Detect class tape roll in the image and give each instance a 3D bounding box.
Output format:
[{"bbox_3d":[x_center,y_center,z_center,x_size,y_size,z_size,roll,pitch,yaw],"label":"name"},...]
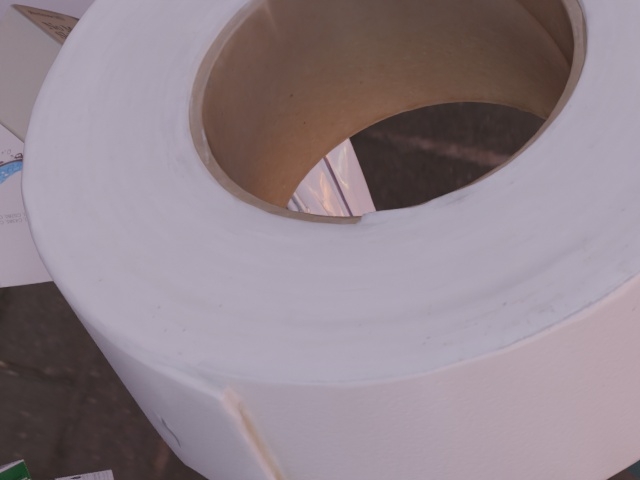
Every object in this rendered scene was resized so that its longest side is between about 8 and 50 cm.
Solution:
[{"bbox_3d":[0.034,-0.034,0.550,0.286,0.100,0.286,-10,49,12],"label":"tape roll"}]

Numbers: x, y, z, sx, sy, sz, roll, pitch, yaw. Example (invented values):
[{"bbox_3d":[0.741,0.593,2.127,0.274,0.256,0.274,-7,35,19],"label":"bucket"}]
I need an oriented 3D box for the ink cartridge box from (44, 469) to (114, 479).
[{"bbox_3d":[-0.162,0.163,0.848,0.083,0.048,0.028,-8,105,-12],"label":"ink cartridge box"}]

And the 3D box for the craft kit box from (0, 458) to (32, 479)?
[{"bbox_3d":[-0.457,0.312,1.461,0.246,0.250,0.061,-23,89,30],"label":"craft kit box"}]

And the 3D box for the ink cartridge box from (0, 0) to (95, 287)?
[{"bbox_3d":[-0.287,-0.116,1.488,0.197,0.198,0.270,-7,115,0],"label":"ink cartridge box"}]

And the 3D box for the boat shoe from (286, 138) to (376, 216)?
[{"bbox_3d":[0.000,0.000,1.102,0.084,0.095,0.258,-30,117,-12],"label":"boat shoe"}]

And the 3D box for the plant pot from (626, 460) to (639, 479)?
[{"bbox_3d":[0.361,0.093,1.340,0.293,0.235,0.293,-5,76,19],"label":"plant pot"}]

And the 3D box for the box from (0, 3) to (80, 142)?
[{"bbox_3d":[-0.159,-0.086,1.202,0.275,0.113,0.094,38,106,20],"label":"box"}]
